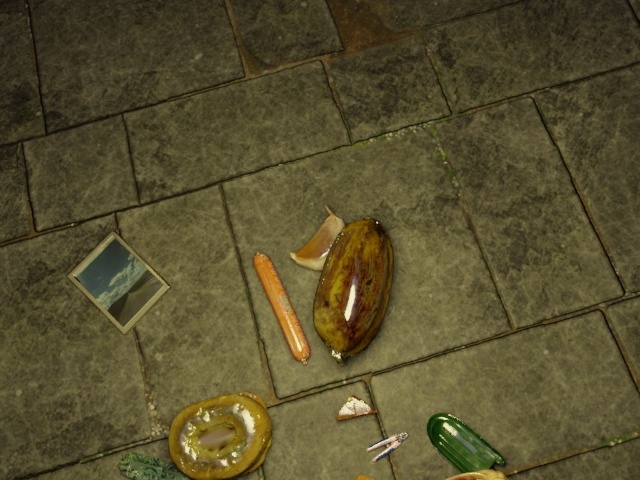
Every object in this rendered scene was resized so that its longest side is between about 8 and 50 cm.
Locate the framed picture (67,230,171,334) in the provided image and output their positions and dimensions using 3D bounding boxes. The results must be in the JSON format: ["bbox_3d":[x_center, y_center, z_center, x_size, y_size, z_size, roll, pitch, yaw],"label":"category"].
[{"bbox_3d":[-0.578,0.118,1.611,0.260,0.023,0.189,41,82,14],"label":"framed picture"}]

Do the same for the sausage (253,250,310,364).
[{"bbox_3d":[-0.107,0.179,1.543,0.053,0.053,0.347,-24,72,-4],"label":"sausage"}]

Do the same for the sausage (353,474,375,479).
[{"bbox_3d":[0.064,0.700,1.340,0.105,0.105,0.274,30,76,12],"label":"sausage"}]

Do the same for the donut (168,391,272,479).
[{"bbox_3d":[-0.250,0.498,1.410,0.262,0.128,0.208,-20,73,-1],"label":"donut"}]

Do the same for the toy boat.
[{"bbox_3d":[0.358,0.520,1.404,0.210,0.052,0.104,39,99,15],"label":"toy boat"}]

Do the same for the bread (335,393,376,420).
[{"bbox_3d":[0.088,0.430,1.455,0.109,0.043,0.062,-10,73,1],"label":"bread"}]

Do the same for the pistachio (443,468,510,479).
[{"bbox_3d":[0.363,0.618,1.325,0.201,0.117,0.145,-26,114,15],"label":"pistachio"}]

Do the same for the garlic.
[{"bbox_3d":[0.012,-0.004,1.582,0.129,0.090,0.198,26,80,24],"label":"garlic"}]

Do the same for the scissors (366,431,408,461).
[{"bbox_3d":[0.175,0.523,1.435,0.113,0.012,0.039,-29,73,-6],"label":"scissors"}]

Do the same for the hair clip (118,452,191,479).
[{"bbox_3d":[-0.415,0.590,1.421,0.229,0.036,0.065,4,72,25],"label":"hair clip"}]

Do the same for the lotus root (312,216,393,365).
[{"bbox_3d":[0.094,0.131,1.468,0.179,0.196,0.397,4,69,43],"label":"lotus root"}]
